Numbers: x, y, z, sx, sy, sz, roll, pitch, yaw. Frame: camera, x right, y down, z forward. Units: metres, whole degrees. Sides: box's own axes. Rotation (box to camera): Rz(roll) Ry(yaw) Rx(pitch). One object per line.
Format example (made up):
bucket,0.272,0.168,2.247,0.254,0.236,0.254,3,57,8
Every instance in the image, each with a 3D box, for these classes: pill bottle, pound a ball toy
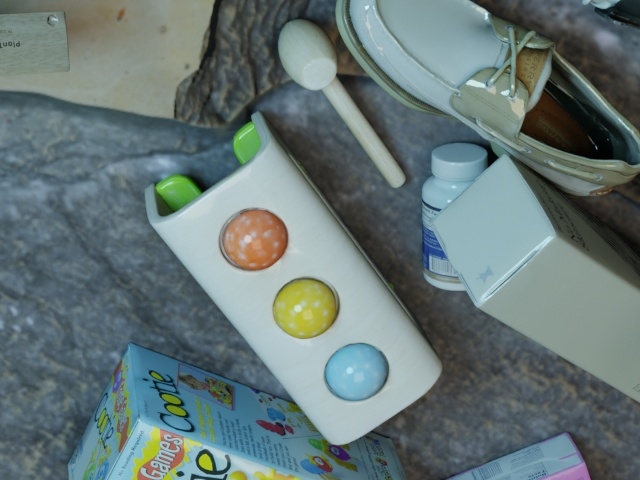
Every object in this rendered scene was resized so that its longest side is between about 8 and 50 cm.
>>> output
pill bottle,0.122,-0.022,1.567,0.067,0.067,0.120,-6,115,-8
pound a ball toy,0.000,0.000,1.517,0.208,0.136,0.319,-34,116,6

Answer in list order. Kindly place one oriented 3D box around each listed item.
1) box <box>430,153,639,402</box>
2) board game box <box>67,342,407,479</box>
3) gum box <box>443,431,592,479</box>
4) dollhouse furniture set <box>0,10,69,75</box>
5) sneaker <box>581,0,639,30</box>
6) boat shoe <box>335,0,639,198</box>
box,0.225,0.040,1.540,0.094,0.113,0.275,-43,136,17
board game box,-0.072,0.226,1.601,0.275,0.144,0.142,22,109,-18
gum box,0.183,0.270,1.712,0.188,0.062,0.107,-21,116,0
dollhouse furniture set,-0.299,-0.297,1.339,0.303,0.174,0.355,-8,97,-28
sneaker,0.256,-0.237,1.481,0.146,0.122,0.330,-29,121,25
boat shoe,0.151,-0.139,1.480,0.302,0.103,0.113,31,70,-28
